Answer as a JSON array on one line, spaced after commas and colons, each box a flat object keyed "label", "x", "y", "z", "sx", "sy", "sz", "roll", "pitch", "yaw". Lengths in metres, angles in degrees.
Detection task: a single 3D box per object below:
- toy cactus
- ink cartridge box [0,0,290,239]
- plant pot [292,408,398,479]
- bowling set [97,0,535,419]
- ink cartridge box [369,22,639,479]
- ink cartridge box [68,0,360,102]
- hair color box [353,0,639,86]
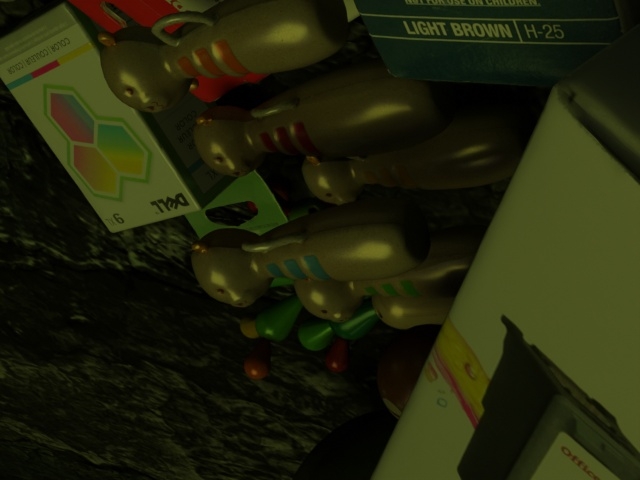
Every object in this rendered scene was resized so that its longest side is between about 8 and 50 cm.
[{"label": "toy cactus", "x": 0.022, "y": 0.041, "z": 0.904, "sx": 0.181, "sy": 0.112, "sz": 0.219, "roll": 10, "pitch": 140, "yaw": 8}, {"label": "ink cartridge box", "x": -0.118, "y": -0.067, "z": 0.791, "sx": 0.109, "sy": 0.062, "sz": 0.209, "roll": -11, "pitch": 118, "yaw": 48}, {"label": "plant pot", "x": 0.136, "y": 0.265, "z": 0.964, "sx": 0.366, "sy": 0.366, "sz": 0.353, "roll": 35, "pitch": 162, "yaw": -19}, {"label": "bowling set", "x": 0.000, "y": 0.000, "z": 0.627, "sx": 0.154, "sy": 0.199, "sz": 0.287, "roll": -10, "pitch": 162, "yaw": 32}, {"label": "ink cartridge box", "x": 0.152, "y": 0.030, "z": 0.454, "sx": 0.131, "sy": 0.226, "sz": 0.306, "roll": 43, "pitch": 149, "yaw": 20}, {"label": "ink cartridge box", "x": -0.037, "y": -0.164, "z": 0.600, "sx": 0.134, "sy": 0.078, "sz": 0.231, "roll": 36, "pitch": 150, "yaw": -22}, {"label": "hair color box", "x": 0.036, "y": -0.222, "z": 0.338, "sx": 0.105, "sy": 0.174, "sz": 0.347, "roll": 8, "pitch": 148, "yaw": 32}]
